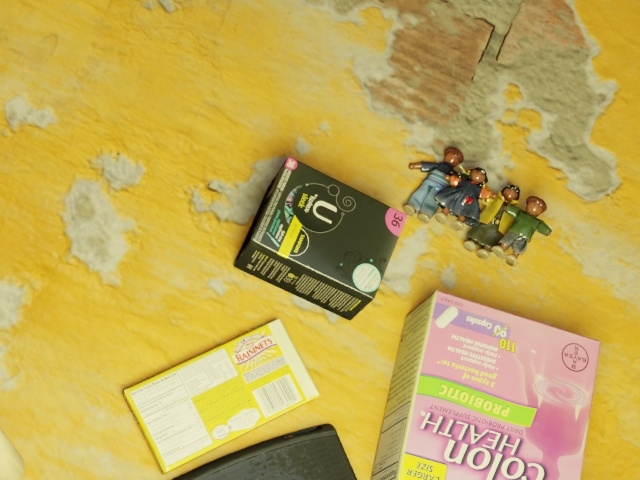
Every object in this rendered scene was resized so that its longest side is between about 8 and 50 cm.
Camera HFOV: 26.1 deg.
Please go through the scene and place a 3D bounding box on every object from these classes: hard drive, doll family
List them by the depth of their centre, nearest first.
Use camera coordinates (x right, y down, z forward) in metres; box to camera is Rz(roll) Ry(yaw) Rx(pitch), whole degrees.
[{"bbox_3d":[-0.066,0.314,1.539,0.255,0.054,0.172,-19,77,-21],"label":"hard drive"},{"bbox_3d":[0.196,-0.049,1.734,0.193,0.076,0.111,32,70,0],"label":"doll family"}]

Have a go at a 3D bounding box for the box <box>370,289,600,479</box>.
[{"bbox_3d":[0.191,0.211,1.615,0.214,0.117,0.242,18,68,-9],"label":"box"}]

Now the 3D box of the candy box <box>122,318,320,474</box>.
[{"bbox_3d":[-0.113,0.178,1.589,0.206,0.027,0.105,-24,77,-22],"label":"candy box"}]

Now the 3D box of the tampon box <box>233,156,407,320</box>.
[{"bbox_3d":[0.000,0.000,1.643,0.161,0.101,0.120,25,67,-7],"label":"tampon box"}]

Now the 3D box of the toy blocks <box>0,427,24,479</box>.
[{"bbox_3d":[-0.496,0.183,1.296,0.289,0.260,0.309,28,62,36],"label":"toy blocks"}]
